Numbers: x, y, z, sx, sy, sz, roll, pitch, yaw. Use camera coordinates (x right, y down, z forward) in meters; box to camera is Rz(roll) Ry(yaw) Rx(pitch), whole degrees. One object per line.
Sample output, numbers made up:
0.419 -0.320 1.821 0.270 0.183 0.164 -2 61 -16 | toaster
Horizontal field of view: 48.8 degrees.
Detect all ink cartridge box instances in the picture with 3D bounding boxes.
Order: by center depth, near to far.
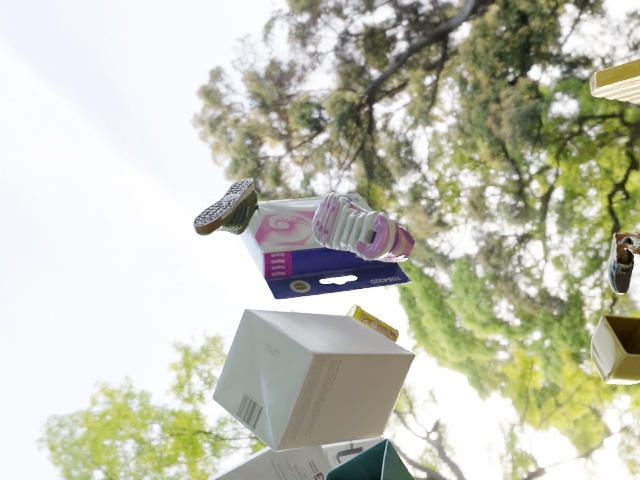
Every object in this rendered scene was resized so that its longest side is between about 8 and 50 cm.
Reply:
0.000 0.000 1.603 0.324 0.330 0.071 -6 -59 -21 | ink cartridge box
0.083 0.630 1.991 0.092 0.218 0.158 -71 -30 -82 | ink cartridge box

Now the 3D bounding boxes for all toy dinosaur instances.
0.641 0.001 1.397 0.211 0.112 0.064 -49 -50 -66 | toy dinosaur

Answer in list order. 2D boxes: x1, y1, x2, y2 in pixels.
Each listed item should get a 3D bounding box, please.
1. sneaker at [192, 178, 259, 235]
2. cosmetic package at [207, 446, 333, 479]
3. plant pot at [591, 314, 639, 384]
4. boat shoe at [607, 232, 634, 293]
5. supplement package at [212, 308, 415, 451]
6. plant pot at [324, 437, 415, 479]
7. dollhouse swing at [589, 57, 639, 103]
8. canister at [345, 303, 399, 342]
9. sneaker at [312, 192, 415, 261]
-0.175 -0.042 1.389 0.192 0.064 0.086 -53 -45 -48 | sneaker
-0.153 0.719 1.742 0.327 0.393 0.329 -19 -108 -40 | cosmetic package
0.451 0.170 1.049 0.081 0.083 0.081 6 -141 -14 | plant pot
0.741 0.060 1.733 0.049 0.056 0.152 -81 -14 -82 | boat shoe
-0.005 0.238 1.234 0.293 0.177 0.175 11 -78 -49 | supplement package
0.131 0.567 1.423 0.234 0.166 0.165 54 -163 -6 | plant pot
0.648 -0.171 1.091 0.347 0.305 0.315 -2 -108 -35 | dollhouse swing
0.150 0.293 2.235 0.170 0.126 0.073 31 -161 -9 | canister
0.076 -0.015 1.235 0.104 0.236 0.095 15 -83 -37 | sneaker
